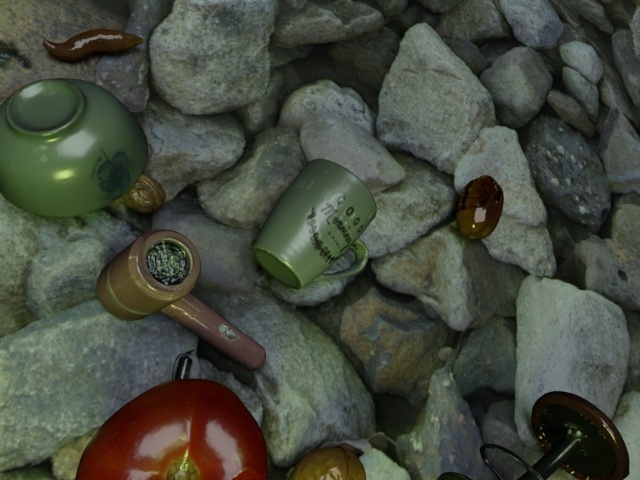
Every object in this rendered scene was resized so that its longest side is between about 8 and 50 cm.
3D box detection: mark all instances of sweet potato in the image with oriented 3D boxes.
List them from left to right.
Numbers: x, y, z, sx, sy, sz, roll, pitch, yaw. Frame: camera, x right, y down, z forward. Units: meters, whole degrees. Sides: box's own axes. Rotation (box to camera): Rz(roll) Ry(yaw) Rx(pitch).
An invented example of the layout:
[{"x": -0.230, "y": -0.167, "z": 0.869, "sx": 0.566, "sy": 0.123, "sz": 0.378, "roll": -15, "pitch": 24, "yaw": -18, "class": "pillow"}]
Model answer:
[{"x": -0.490, "y": -0.428, "z": 1.160, "sx": 0.202, "sy": 0.058, "sz": 0.055, "roll": -20, "pitch": 121, "yaw": -23, "class": "sweet potato"}]

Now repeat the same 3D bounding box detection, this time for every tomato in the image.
[{"x": -0.232, "y": 0.368, "z": 0.844, "sx": 0.298, "sy": 0.226, "sz": 0.299, "roll": 4, "pitch": 72, "yaw": -13, "class": "tomato"}]

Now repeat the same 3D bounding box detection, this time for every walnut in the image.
[{"x": -0.356, "y": -0.095, "z": 1.062, "sx": 0.096, "sy": 0.083, "sz": 0.079, "roll": 34, "pitch": 35, "yaw": 8, "class": "walnut"}, {"x": 0.008, "y": 0.462, "z": 0.954, "sx": 0.144, "sy": 0.144, "sz": 0.180, "roll": 9, "pitch": 71, "yaw": -18, "class": "walnut"}, {"x": 0.405, "y": -0.089, "z": 1.349, "sx": 0.115, "sy": 0.116, "sz": 0.207, "roll": 33, "pitch": 61, "yaw": -6, "class": "walnut"}]

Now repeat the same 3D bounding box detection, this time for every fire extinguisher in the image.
[{"x": -0.259, "y": 0.244, "z": 0.998, "sx": 0.038, "sy": 0.025, "sz": 0.083, "roll": 7, "pitch": 65, "yaw": 6, "class": "fire extinguisher"}]

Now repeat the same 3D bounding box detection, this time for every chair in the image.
[{"x": 0.452, "y": 0.465, "z": 1.083, "sx": 0.401, "sy": 0.226, "sz": 0.227, "roll": -23, "pitch": 79, "yaw": -29, "class": "chair"}]

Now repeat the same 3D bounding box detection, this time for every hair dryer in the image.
[{"x": -0.219, "y": 0.130, "z": 0.974, "sx": 0.352, "sy": 0.210, "sz": 0.125, "roll": 39, "pitch": 54, "yaw": -20, "class": "hair dryer"}]

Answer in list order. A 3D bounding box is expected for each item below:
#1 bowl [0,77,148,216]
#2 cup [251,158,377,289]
[{"x": -0.477, "y": -0.199, "z": 0.979, "sx": 0.289, "sy": 0.146, "sz": 0.289, "roll": 3, "pitch": 62, "yaw": -5, "class": "bowl"}, {"x": 0.000, "y": 0.000, "z": 1.132, "sx": 0.234, "sy": 0.186, "sz": 0.258, "roll": -53, "pitch": 121, "yaw": -21, "class": "cup"}]
